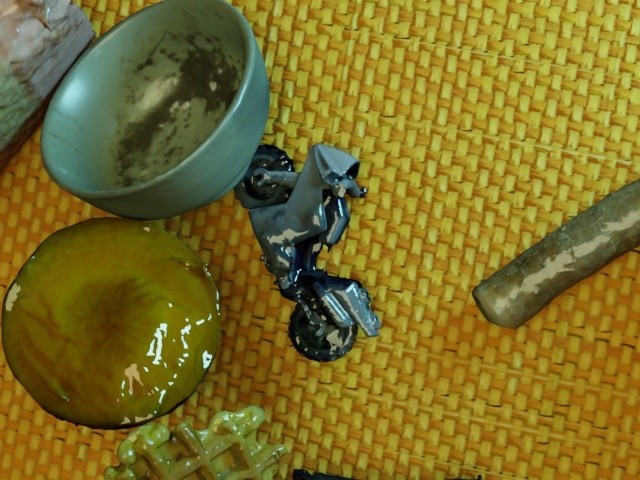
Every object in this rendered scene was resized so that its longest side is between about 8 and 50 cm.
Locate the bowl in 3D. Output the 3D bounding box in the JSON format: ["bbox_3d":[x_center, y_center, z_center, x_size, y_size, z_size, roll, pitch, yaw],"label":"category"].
[{"bbox_3d":[-0.168,-0.129,1.883,0.289,0.146,0.289,-18,48,22],"label":"bowl"}]

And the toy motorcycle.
[{"bbox_3d":[0.000,0.000,1.900,0.159,0.106,0.270,-25,83,15],"label":"toy motorcycle"}]

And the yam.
[{"bbox_3d":[0.334,-0.009,1.854,0.357,0.081,0.081,-34,85,10],"label":"yam"}]

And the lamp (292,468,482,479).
[{"bbox_3d":[0.063,0.327,1.860,0.227,0.172,0.147,7,94,8],"label":"lamp"}]

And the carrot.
[{"bbox_3d":[-0.235,0.099,1.849,0.242,0.340,0.241,1,82,-5],"label":"carrot"}]

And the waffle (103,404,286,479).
[{"bbox_3d":[-0.123,0.330,1.715,0.282,0.058,0.300,-4,98,-28],"label":"waffle"}]

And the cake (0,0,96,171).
[{"bbox_3d":[-0.468,-0.227,1.889,0.314,0.293,0.306,36,91,4],"label":"cake"}]
